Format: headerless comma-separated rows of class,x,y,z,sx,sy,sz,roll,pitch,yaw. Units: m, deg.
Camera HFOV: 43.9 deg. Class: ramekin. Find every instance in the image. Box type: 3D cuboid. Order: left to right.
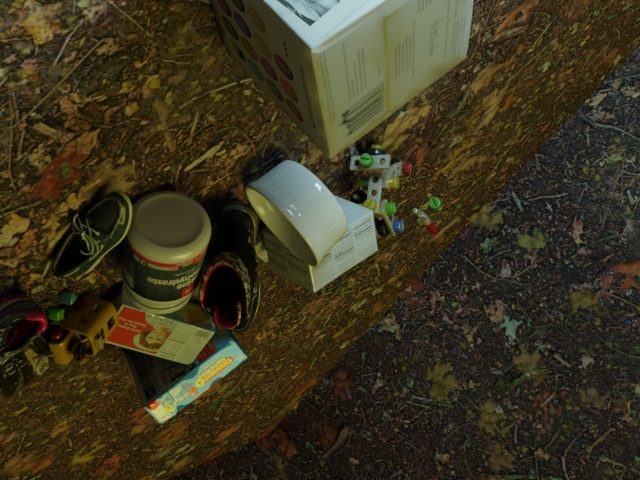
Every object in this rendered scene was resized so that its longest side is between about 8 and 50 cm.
ramekin,-0.055,-0.077,2.057,0.135,0.277,0.277,-43,161,-12

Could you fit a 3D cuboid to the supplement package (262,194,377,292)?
supplement package,0.000,0.000,2.316,0.262,0.204,0.145,-32,128,-31

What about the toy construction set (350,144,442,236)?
toy construction set,0.200,-0.140,2.338,0.257,0.309,0.237,-57,151,-3

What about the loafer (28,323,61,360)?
loafer,-0.668,0.230,1.929,0.078,0.080,0.220,-48,167,-12

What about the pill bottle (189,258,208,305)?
pill bottle,-0.334,0.125,2.206,0.208,0.117,0.117,-40,160,2

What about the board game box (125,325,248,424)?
board game box,-0.394,0.335,2.298,0.302,0.308,0.086,-37,120,-6

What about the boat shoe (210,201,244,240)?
boat shoe,-0.251,-0.057,2.081,0.133,0.042,0.049,-43,130,7

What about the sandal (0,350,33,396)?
sandal,-0.761,0.297,1.927,0.090,0.060,0.219,-36,146,-26

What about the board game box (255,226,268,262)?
board game box,-0.156,0.008,2.400,0.103,0.026,0.154,-40,160,1

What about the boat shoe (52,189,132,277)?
boat shoe,-0.492,-0.009,1.693,0.254,0.095,0.079,-41,173,30

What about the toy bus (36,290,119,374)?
toy bus,-0.571,0.231,1.920,0.191,0.104,0.202,18,84,-75

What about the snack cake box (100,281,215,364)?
snack cake box,-0.430,0.223,2.100,0.264,0.089,0.152,21,126,-27

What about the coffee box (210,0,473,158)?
coffee box,0.029,-0.419,1.374,0.338,0.334,0.337,-38,159,-11

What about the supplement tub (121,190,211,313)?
supplement tub,-0.364,0.033,1.852,0.191,0.191,0.272,-27,156,-31

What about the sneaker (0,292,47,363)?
sneaker,-0.720,0.228,1.682,0.299,0.112,0.121,-44,131,-23

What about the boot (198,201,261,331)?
boot,-0.224,0.126,1.993,0.284,0.138,0.377,-87,-176,-61
